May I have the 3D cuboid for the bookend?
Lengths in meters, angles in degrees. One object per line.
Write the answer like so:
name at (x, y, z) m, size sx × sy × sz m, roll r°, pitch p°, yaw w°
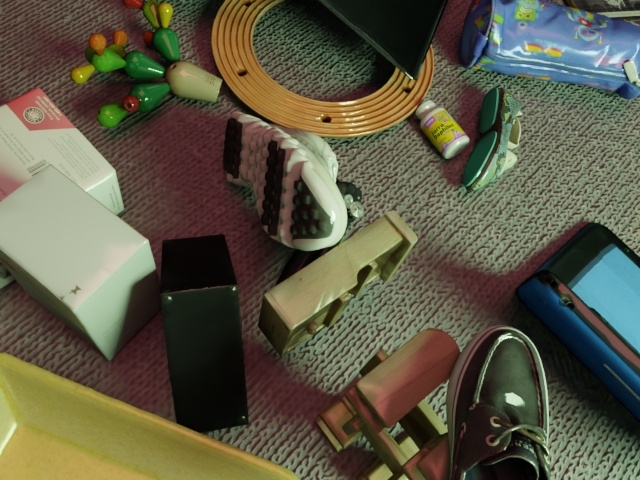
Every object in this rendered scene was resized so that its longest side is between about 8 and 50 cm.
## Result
bookend at (-0.126, 0.092, 0.619) m, size 0.072 × 0.156 × 0.157 m, roll -6°, pitch 21°, yaw -12°

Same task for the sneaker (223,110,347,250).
sneaker at (-0.025, -0.080, 0.660) m, size 0.118 × 0.110 × 0.292 m, roll 1°, pitch 26°, yaw -24°

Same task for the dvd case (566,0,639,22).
dvd case at (0.504, -0.475, 1.052) m, size 0.165 × 0.018 × 0.221 m, roll -9°, pitch 64°, yaw -15°

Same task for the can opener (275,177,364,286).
can opener at (0.000, 0.000, 0.715) m, size 0.059 × 0.073 × 0.186 m, roll 41°, pitch 60°, yaw -32°

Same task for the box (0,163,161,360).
box at (-0.243, 0.030, 0.586) m, size 0.130 × 0.170 × 0.091 m, roll 37°, pitch 63°, yaw 9°

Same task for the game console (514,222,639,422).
game console at (0.392, 0.108, 0.659) m, size 0.173 × 0.250 × 0.293 m, roll -43°, pitch 75°, yaw 2°

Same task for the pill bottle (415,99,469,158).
pill bottle at (0.172, -0.160, 0.823) m, size 0.043 × 0.043 × 0.083 m, roll -27°, pitch 70°, yaw -21°

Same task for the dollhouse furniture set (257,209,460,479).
dollhouse furniture set at (0.076, 0.120, 0.568) m, size 0.161 × 0.212 × 0.242 m, roll -33°, pitch 74°, yaw -23°

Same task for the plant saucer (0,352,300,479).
plant saucer at (-0.224, 0.313, 0.497) m, size 0.333 × 0.081 × 0.332 m, roll 21°, pitch 62°, yaw 2°

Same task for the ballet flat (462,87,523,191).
ballet flat at (0.253, -0.138, 0.817) m, size 0.070 × 0.070 × 0.188 m, roll 21°, pitch 65°, yaw 1°

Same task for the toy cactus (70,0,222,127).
toy cactus at (-0.222, -0.240, 0.776) m, size 0.181 × 0.112 × 0.219 m, roll 16°, pitch 53°, yaw -12°

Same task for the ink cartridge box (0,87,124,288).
ink cartridge box at (-0.363, -0.048, 0.650) m, size 0.218 × 0.092 × 0.158 m, roll -38°, pitch 75°, yaw -26°

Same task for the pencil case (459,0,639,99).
pencil case at (0.371, -0.296, 0.881) m, size 0.306 × 0.119 × 0.133 m, roll 10°, pitch 46°, yaw -3°

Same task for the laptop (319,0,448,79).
laptop at (-0.022, -0.449, 0.920) m, size 0.408 × 0.236 × 0.382 m, roll 3°, pitch 52°, yaw 29°

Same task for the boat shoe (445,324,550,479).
boat shoe at (0.122, 0.159, 0.394) m, size 0.080 × 0.076 × 0.228 m, roll 23°, pitch 63°, yaw 1°

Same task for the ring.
ring at (0.006, -0.287, 0.868) m, size 0.337 × 0.032 × 0.336 m, roll 3°, pitch 63°, yaw -7°
